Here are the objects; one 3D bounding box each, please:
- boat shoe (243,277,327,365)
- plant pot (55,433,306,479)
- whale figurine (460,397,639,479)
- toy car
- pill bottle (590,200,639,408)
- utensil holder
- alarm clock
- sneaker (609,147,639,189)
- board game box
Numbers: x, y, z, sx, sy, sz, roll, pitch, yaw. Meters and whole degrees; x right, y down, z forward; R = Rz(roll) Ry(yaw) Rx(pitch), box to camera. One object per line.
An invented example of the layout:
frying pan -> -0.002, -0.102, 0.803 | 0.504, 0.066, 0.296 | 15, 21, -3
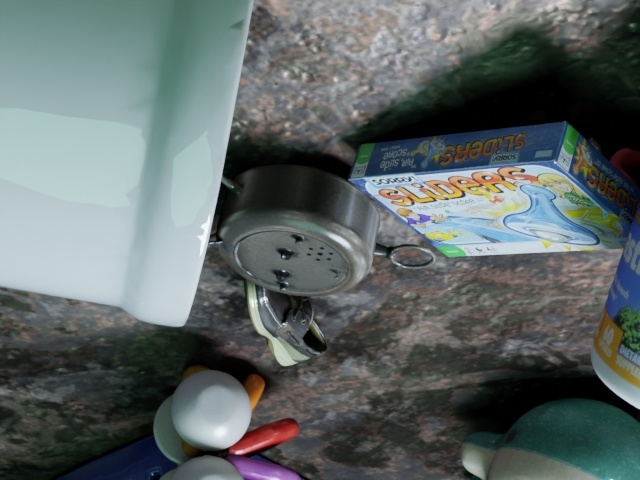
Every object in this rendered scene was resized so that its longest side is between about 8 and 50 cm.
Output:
boat shoe -> -0.030, 0.064, 1.536 | 0.049, 0.056, 0.152 | -10, 153, 10
plant pot -> -0.142, 0.355, 1.827 | 0.236, 0.212, 0.236 | -28, 136, 36
whale figurine -> 0.240, 0.234, 1.714 | 0.216, 0.141, 0.272 | 30, 164, -6
toy car -> -0.085, 0.210, 1.645 | 0.136, 0.182, 0.159 | 5, 164, -14
pill bottle -> 0.299, -0.012, 1.223 | 0.152, 0.152, 0.272 | 11, 110, -11
utensil holder -> -0.241, -0.141, 1.015 | 0.386, 0.327, 0.327 | 10, 145, -6
alarm clock -> 0.000, 0.000, 1.415 | 0.192, 0.064, 0.129 | 10, 149, -4
sneaker -> 0.314, -0.041, 1.325 | 0.209, 0.081, 0.094 | -6, 142, 14
board game box -> 0.140, -0.036, 1.334 | 0.201, 0.035, 0.136 | -4, 150, 45
